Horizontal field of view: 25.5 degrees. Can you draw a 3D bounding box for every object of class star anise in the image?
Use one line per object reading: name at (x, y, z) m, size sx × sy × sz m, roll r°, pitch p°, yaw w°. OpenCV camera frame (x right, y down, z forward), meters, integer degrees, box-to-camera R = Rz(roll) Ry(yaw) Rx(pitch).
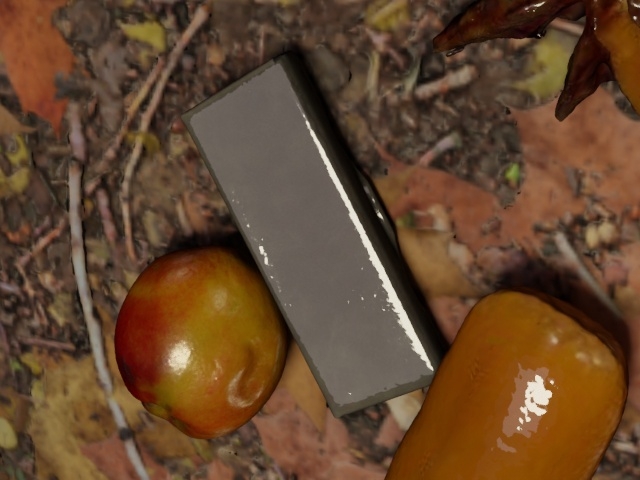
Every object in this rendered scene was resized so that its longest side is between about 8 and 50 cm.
star anise at (0.162, -0.100, 0.625) m, size 0.157 × 0.053 × 0.212 m, roll 50°, pitch 121°, yaw 4°

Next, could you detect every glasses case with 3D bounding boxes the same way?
glasses case at (0.000, -0.002, 0.756) m, size 0.072 × 0.042 × 0.191 m, roll -25°, pitch 95°, yaw 26°

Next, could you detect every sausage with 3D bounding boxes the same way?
sausage at (0.083, 0.131, 0.731) m, size 0.098 × 0.098 × 0.238 m, roll 30°, pitch 117°, yaw 16°

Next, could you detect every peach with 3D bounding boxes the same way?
peach at (-0.063, 0.054, 0.783) m, size 0.100 × 0.100 × 0.101 m, roll 10°, pitch 112°, yaw 25°
